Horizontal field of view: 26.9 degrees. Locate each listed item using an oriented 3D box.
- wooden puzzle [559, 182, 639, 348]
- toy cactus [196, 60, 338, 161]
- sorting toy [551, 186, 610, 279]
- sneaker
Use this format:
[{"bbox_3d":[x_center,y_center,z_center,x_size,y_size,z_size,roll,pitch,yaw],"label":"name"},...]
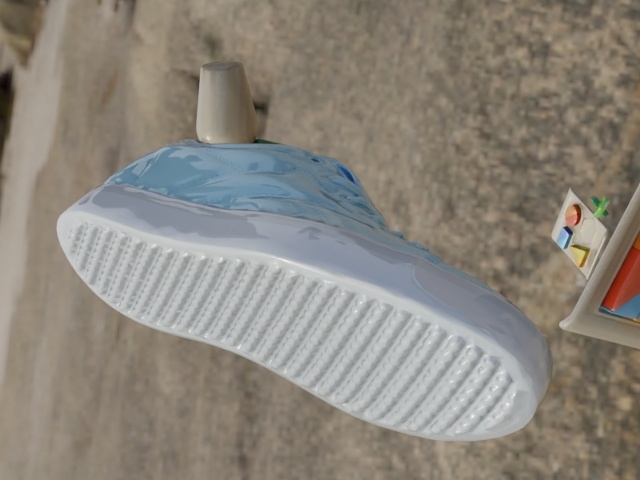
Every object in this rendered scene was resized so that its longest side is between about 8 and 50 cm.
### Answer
[{"bbox_3d":[0.405,0.025,1.558,0.044,0.221,0.239,42,109,43],"label":"wooden puzzle"},{"bbox_3d":[-0.068,-0.057,1.096,0.112,0.218,0.181,-65,-26,-68],"label":"toy cactus"},{"bbox_3d":[0.219,-0.015,1.123,0.062,0.012,0.083,59,149,38],"label":"sorting toy"},{"bbox_3d":[0.000,0.000,0.837,0.365,0.150,0.135,20,143,34],"label":"sneaker"}]
